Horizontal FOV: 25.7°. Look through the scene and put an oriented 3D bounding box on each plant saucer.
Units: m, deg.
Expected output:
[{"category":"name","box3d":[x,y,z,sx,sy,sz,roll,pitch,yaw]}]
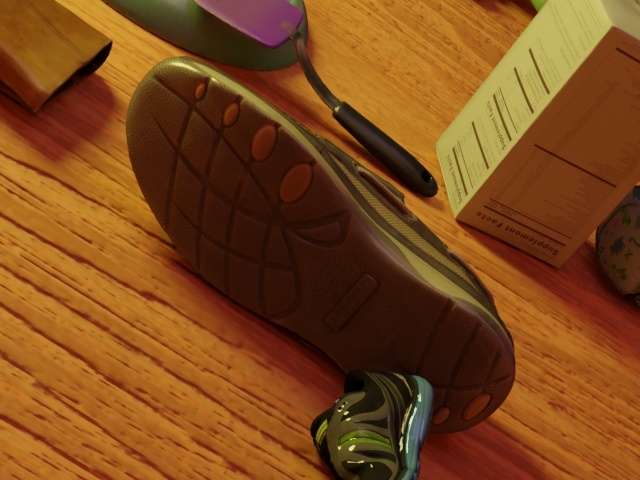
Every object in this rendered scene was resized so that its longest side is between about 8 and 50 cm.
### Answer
[{"category":"plant saucer","box3d":[-0.139,-0.289,1.401,0.318,0.043,0.317,27,31,-18]}]

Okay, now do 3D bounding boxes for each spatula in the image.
[{"category":"spatula","box3d":[0.005,-0.146,1.324,0.296,0.030,0.084,45,41,-10]}]

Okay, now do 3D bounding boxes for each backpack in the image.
[{"category":"backpack","box3d":[0.333,0.002,1.428,0.084,0.105,0.114,13,34,-38]}]

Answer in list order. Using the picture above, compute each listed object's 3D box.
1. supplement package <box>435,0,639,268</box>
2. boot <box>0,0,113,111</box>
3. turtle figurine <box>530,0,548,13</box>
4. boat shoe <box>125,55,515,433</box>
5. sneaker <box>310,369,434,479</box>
[{"category":"supplement package","box3d":[0.240,-0.118,1.356,0.139,0.244,0.134,25,31,-23]},{"category":"boot","box3d":[-0.314,-0.189,1.047,0.280,0.096,0.264,44,21,-2]},{"category":"turtle figurine","box3d":[0.293,-0.378,1.863,0.198,0.274,0.266,-37,78,-26]},{"category":"boat shoe","box3d":[0.000,0.000,1.063,0.355,0.132,0.130,45,18,-3]},{"category":"sneaker","box3d":[0.027,0.149,0.928,0.078,0.067,0.188,15,31,4]}]
